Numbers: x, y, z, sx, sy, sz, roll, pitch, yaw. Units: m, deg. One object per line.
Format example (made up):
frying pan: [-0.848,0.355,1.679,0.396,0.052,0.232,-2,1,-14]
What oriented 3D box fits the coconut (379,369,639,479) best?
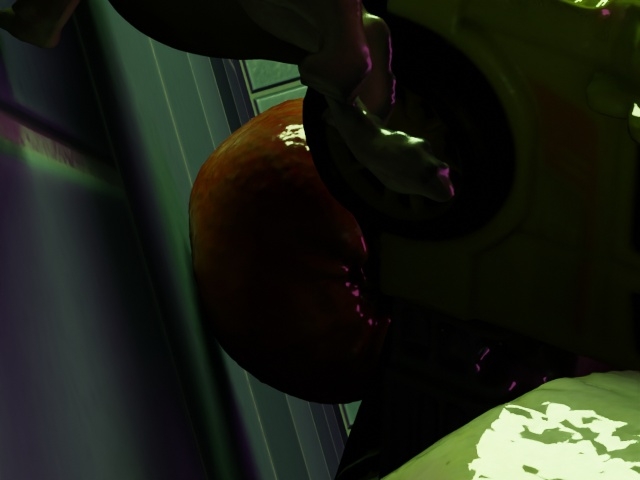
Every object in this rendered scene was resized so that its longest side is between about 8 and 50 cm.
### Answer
coconut: [0.094,0.158,0.476,0.259,0.259,0.259,-16,90,-89]

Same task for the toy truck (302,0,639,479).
toy truck: [0.126,0.062,0.662,0.180,0.254,0.405,-45,144,-45]

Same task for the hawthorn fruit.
hawthorn fruit: [0.000,0.000,0.817,0.138,0.133,0.132,41,-29,61]

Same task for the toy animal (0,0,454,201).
toy animal: [-0.041,-0.070,0.410,0.220,0.086,0.069,48,8,34]

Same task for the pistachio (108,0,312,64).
pistachio: [-0.035,-0.183,0.665,0.213,0.163,0.260,39,-24,52]
